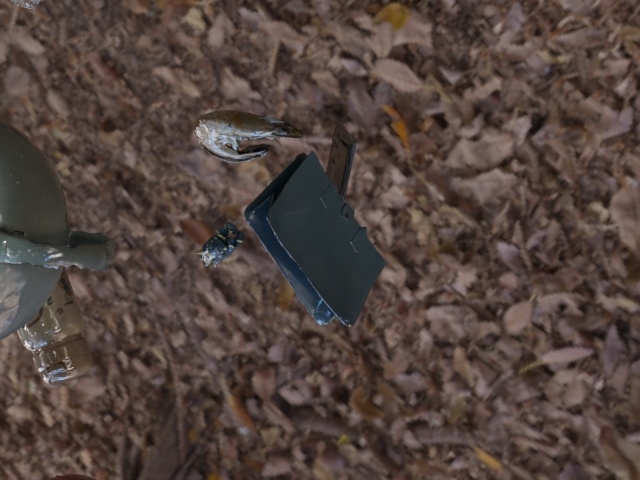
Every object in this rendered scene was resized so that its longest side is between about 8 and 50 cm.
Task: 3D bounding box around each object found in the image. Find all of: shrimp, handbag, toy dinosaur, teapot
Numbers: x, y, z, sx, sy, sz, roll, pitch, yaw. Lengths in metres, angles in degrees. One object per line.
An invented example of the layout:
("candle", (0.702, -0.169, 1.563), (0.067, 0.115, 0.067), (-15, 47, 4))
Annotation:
("shrimp", (-0.140, -0.202, 2.016), (0.223, 0.047, 0.126), (5, 134, 10))
("handbag", (0.000, 0.000, 1.407), (0.057, 0.144, 0.221), (-4, 131, 46))
("toy dinosaur", (-0.120, 0.008, 1.208), (0.030, 0.083, 0.047), (46, 112, 0))
("teapot", (-0.295, -0.009, 0.790), (0.294, 0.129, 0.193), (8, 94, 19))

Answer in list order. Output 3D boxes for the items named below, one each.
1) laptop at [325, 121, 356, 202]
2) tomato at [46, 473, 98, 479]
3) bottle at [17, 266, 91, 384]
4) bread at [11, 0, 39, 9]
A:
("laptop", (0.034, -0.135, 1.828), (0.016, 0.180, 0.129), (8, 106, -11))
("tomato", (-0.416, 0.498, 1.691), (0.184, 0.208, 0.208), (52, 151, 35))
("bottle", (-0.406, 0.110, 1.518), (0.097, 0.110, 0.209), (-21, 87, 8))
("bread", (-0.325, -0.289, 1.041), (0.043, 0.062, 0.109), (-37, 66, 42))
